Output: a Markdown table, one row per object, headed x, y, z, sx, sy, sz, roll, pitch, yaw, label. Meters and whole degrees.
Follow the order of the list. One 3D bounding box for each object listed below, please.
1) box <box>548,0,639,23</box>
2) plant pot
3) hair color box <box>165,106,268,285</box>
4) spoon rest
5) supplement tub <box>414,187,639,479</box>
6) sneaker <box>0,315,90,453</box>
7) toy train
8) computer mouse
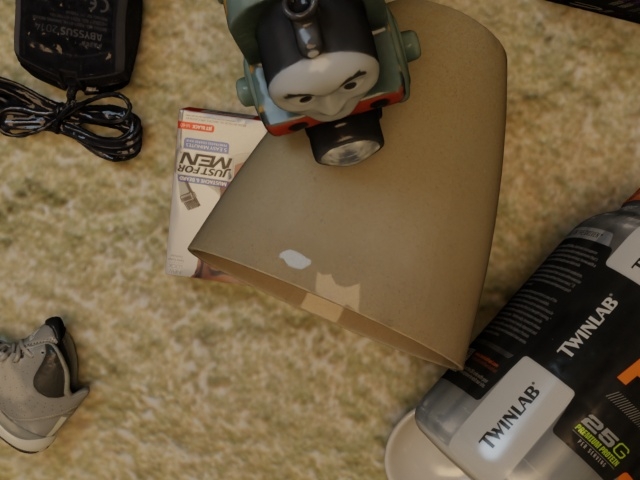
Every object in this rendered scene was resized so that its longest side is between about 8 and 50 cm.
| x | y | z | sx | sy | sz | roll | pitch | yaw | label |
| --- | --- | --- | --- | --- | --- | --- | --- | --- | --- |
| 0.348 | -0.251 | 0.652 | 0.270 | 0.165 | 0.143 | 13 | 103 | 0 | box |
| 0.056 | -0.061 | 0.684 | 0.256 | 0.256 | 0.274 | 24 | 81 | -2 | plant pot |
| -0.101 | -0.045 | 0.777 | 0.093 | 0.053 | 0.167 | 7 | 103 | 1 | hair color box |
| 0.197 | 0.267 | 0.811 | 0.276 | 0.084 | 0.137 | 29 | 102 | -4 | spoon rest |
| 0.254 | 0.110 | 0.698 | 0.193 | 0.193 | 0.316 | 43 | 84 | -6 | supplement tub |
| -0.342 | 0.111 | 0.814 | 0.228 | 0.086 | 0.132 | 43 | 96 | -16 | sneaker |
| -0.023 | -0.220 | 0.529 | 0.142 | 0.190 | 0.334 | -13 | 78 | 8 | toy train |
| -0.241 | -0.226 | 0.743 | 0.188 | 0.072 | 0.272 | 15 | 114 | -2 | computer mouse |
